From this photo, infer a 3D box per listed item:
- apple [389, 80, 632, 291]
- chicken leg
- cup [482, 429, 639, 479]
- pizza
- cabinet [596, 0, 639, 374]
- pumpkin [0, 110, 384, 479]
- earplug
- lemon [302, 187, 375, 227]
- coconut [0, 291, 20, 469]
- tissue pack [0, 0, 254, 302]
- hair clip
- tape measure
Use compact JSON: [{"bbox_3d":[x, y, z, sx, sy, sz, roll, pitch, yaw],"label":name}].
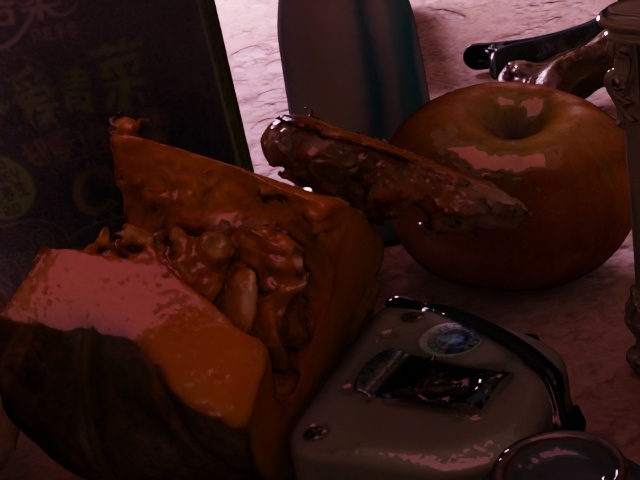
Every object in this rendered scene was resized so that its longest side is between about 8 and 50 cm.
[{"bbox_3d":[0.177,-0.044,1.242,0.235,0.173,0.210,21,41,32],"label":"apple"},{"bbox_3d":[0.400,-0.240,1.575,0.361,0.140,0.211,-38,15,-25],"label":"chicken leg"},{"bbox_3d":[0.152,0.197,0.809,0.199,0.150,0.199,-9,27,5],"label":"cup"},{"bbox_3d":[0.048,-0.050,1.111,0.226,0.069,0.147,17,9,-18],"label":"pizza"},{"bbox_3d":[0.384,-0.027,0.964,0.227,0.318,0.290,-24,30,-27],"label":"cabinet"},{"bbox_3d":[-0.098,0.062,1.053,0.226,0.256,0.303,17,58,17],"label":"pumpkin"},{"bbox_3d":[0.035,-0.175,1.376,0.185,0.324,0.185,-9,27,4],"label":"earplug"},{"bbox_3d":[0.000,0.000,1.292,0.109,0.109,0.133,-18,42,-12],"label":"lemon"},{"bbox_3d":[-0.379,0.116,1.064,0.297,0.254,0.297,-16,41,15],"label":"coconut"},{"bbox_3d":[-0.222,-0.113,1.284,0.288,0.394,0.124,-10,27,5],"label":"tissue pack"},{"bbox_3d":[0.303,-0.259,1.754,0.230,0.039,0.070,-18,28,-21],"label":"hair clip"},{"bbox_3d":[0.103,0.126,1.006,0.207,0.115,0.235,1,30,28],"label":"tape measure"}]
